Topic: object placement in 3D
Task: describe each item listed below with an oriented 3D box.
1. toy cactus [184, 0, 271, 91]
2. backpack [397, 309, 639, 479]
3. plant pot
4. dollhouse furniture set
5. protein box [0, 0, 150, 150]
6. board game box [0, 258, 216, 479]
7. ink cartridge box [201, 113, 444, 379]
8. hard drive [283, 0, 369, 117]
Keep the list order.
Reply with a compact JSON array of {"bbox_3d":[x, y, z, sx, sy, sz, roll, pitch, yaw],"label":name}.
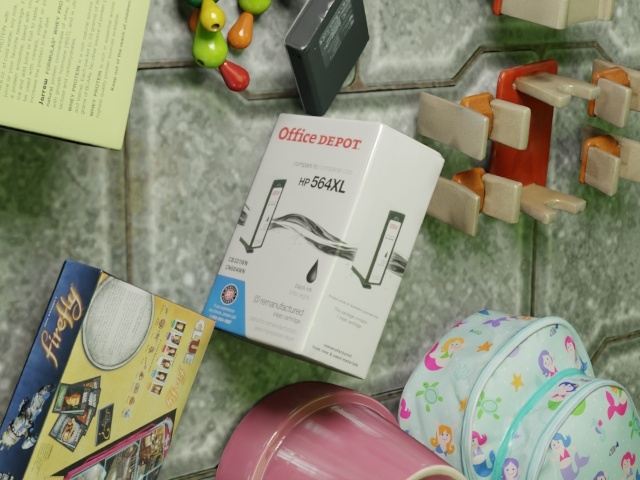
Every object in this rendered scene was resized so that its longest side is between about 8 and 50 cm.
[{"bbox_3d":[-0.074,-0.248,1.169,0.180,0.112,0.219,28,88,-30],"label":"toy cactus"},{"bbox_3d":[0.199,0.201,1.425,0.225,0.191,0.254,-38,114,-32],"label":"backpack"},{"bbox_3d":[0.034,0.239,1.290,0.201,0.180,0.201,-8,103,-38],"label":"plant pot"},{"bbox_3d":[0.204,-0.152,1.418,0.262,0.135,0.259,-16,119,-37],"label":"dollhouse furniture set"},{"bbox_3d":[-0.237,-0.182,1.000,0.201,0.136,0.200,10,92,-47],"label":"protein box"},{"bbox_3d":[-0.183,0.153,1.152,0.165,0.042,0.243,31,77,-56],"label":"board game box"},{"bbox_3d":[0.000,0.000,1.236,0.086,0.148,0.203,25,81,-38],"label":"ink cartridge box"},{"bbox_3d":[0.008,-0.173,1.244,0.094,0.022,0.135,-60,164,-14],"label":"hard drive"}]
